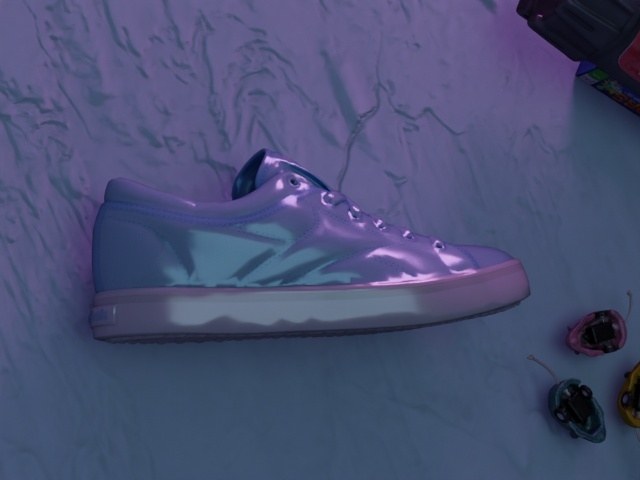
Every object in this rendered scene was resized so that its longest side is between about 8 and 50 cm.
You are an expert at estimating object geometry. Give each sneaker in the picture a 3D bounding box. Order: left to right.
[{"bbox_3d":[0.000,0.000,1.290,0.366,0.135,0.150,-1,85,-26],"label":"sneaker"}]

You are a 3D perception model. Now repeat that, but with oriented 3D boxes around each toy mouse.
[{"bbox_3d":[0.233,0.117,1.436,0.143,0.031,0.161,11,77,-24],"label":"toy mouse"}]

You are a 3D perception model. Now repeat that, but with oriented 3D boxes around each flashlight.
[{"bbox_3d":[0.322,-0.144,1.437,0.304,0.103,0.103,32,105,-22],"label":"flashlight"}]

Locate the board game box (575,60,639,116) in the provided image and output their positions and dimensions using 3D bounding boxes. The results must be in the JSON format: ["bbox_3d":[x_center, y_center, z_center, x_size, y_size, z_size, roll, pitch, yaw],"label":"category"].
[{"bbox_3d":[0.329,-0.207,1.532,0.136,0.035,0.201,30,71,-18],"label":"board game box"}]
